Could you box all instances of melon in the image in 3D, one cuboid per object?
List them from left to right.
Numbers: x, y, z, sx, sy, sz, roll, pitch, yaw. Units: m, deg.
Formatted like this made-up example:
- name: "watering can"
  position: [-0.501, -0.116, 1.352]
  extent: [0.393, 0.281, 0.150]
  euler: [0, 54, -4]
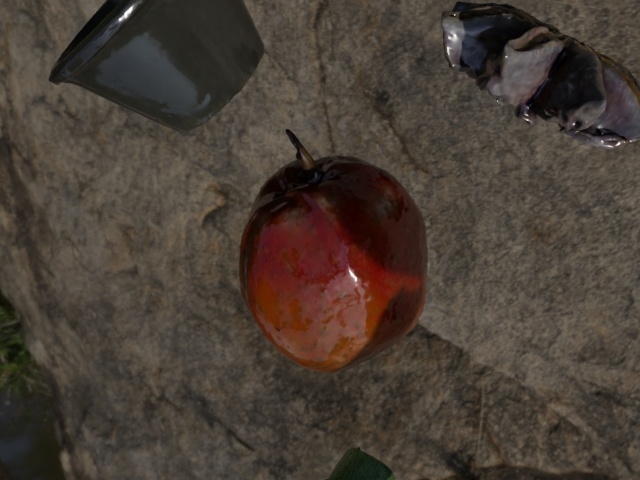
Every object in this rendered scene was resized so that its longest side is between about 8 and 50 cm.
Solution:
- name: "melon"
  position: [0.055, 0.321, 0.752]
  extent: [0.118, 0.064, 0.209]
  euler: [21, 143, 44]

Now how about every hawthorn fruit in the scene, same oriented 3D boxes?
- name: "hawthorn fruit"
  position: [0.000, 0.000, 0.784]
  extent: [0.254, 0.254, 0.300]
  euler: [9, 136, 42]

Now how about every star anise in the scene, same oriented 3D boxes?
- name: "star anise"
  position: [0.293, -0.218, 0.836]
  extent: [0.332, 0.332, 0.117]
  euler: [40, 117, 27]

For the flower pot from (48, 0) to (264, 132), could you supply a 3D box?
- name: "flower pot"
  position: [-0.177, -0.239, 0.767]
  extent: [0.269, 0.269, 0.166]
  euler: [-10, 137, 45]
